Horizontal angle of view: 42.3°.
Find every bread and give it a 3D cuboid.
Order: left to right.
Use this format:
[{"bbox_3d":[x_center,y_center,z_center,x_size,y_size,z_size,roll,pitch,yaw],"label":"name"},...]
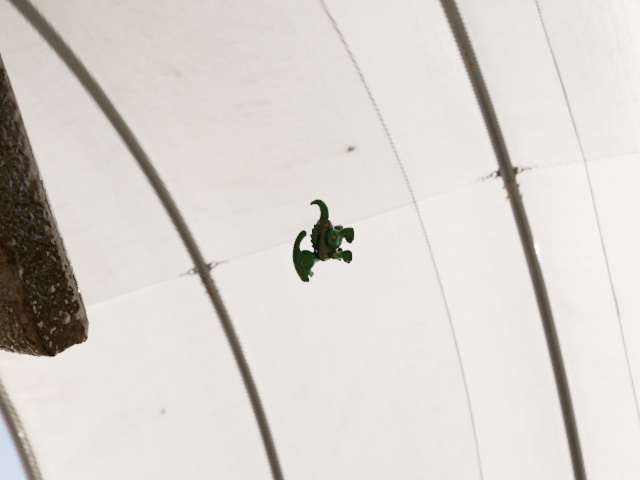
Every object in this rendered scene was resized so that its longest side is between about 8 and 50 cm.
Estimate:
[{"bbox_3d":[-0.443,-0.045,1.121,0.165,0.113,0.417,-4,-74,48],"label":"bread"}]

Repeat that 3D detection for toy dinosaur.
[{"bbox_3d":[0.000,0.000,1.317,0.059,0.096,0.132,12,-76,62],"label":"toy dinosaur"}]
